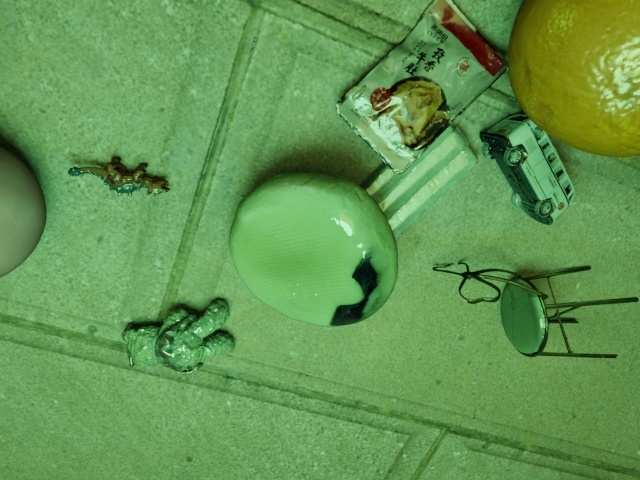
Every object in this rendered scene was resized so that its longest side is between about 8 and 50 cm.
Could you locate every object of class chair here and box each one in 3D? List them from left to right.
[{"bbox_3d":[0.373,0.128,0.894,0.326,0.160,0.170,-2,114,-9],"label":"chair"}]

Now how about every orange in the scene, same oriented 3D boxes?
[{"bbox_3d":[0.409,-0.262,0.641,0.312,0.312,0.312,-2,114,-5],"label":"orange"}]

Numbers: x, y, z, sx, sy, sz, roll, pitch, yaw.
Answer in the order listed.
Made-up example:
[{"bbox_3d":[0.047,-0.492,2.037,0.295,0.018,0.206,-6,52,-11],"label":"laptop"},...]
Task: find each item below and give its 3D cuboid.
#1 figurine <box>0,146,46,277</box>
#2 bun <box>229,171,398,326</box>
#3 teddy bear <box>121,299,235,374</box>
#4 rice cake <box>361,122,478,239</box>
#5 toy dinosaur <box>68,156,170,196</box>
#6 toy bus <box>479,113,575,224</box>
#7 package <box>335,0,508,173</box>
[{"bbox_3d":[-0.517,-0.052,0.705,0.211,0.261,0.269,24,111,-45],"label":"figurine"},{"bbox_3d":[0.000,0.000,0.790,0.283,0.179,0.283,14,131,16],"label":"bun"},{"bbox_3d":[-0.262,0.192,0.881,0.213,0.111,0.133,-11,111,-2],"label":"teddy bear"},{"bbox_3d":[0.161,-0.104,0.827,0.211,0.038,0.124,-40,112,11],"label":"rice cake"},{"bbox_3d":[-0.317,-0.100,0.777,0.154,0.049,0.055,8,117,-15],"label":"toy dinosaur"},{"bbox_3d":[0.352,-0.119,0.816,0.089,0.087,0.194,-39,111,1],"label":"toy bus"},{"bbox_3d":[0.154,-0.237,0.755,0.154,0.030,0.239,43,96,-12],"label":"package"}]
